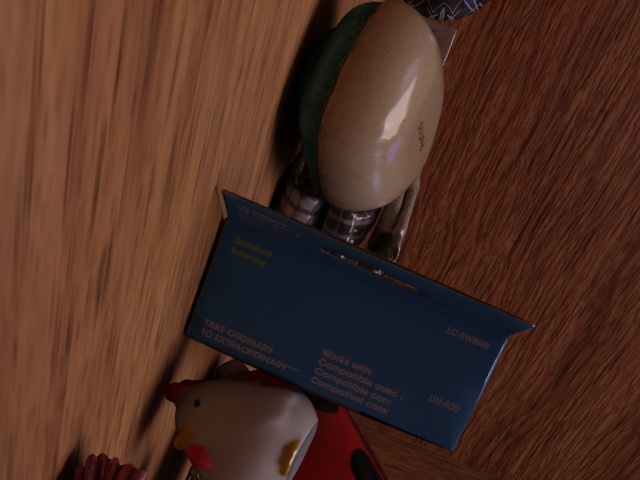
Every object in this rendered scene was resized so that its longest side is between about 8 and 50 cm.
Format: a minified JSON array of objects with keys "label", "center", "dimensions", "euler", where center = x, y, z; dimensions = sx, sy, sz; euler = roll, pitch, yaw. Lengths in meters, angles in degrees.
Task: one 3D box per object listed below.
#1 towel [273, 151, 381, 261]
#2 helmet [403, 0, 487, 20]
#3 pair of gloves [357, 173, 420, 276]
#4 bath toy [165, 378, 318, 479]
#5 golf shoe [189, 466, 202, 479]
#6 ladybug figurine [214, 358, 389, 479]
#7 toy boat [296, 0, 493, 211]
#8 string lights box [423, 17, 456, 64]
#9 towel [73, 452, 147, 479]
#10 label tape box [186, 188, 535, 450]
[{"label":"towel","center":[0.000,0.000,0.980],"dimensions":[0.283,0.121,0.235],"euler":[-64,175,-64]},{"label":"helmet","center":[0.172,-0.381,1.017],"dimensions":[0.169,0.169,0.161],"euler":[-55,150,-80]},{"label":"pair of gloves","center":[0.077,0.012,0.952],"dimensions":[0.240,0.042,0.204],"euler":[112,3,-47]},{"label":"bath toy","center":[-0.116,0.261,0.653],"dimensions":[0.151,0.129,0.348],"euler":[-39,152,-65]},{"label":"golf shoe","center":[-0.178,0.416,1.079],"dimensions":[0.069,0.086,0.176],"euler":[109,4,-72]},{"label":"ladybug figurine","center":[0.013,0.329,0.872],"dimensions":[0.162,0.449,0.305],"euler":[-30,174,-1]},{"label":"toy boat","center":[0.066,-0.186,0.766],"dimensions":[0.318,0.148,0.267],"euler":[-63,166,-12]},{"label":"string lights box","center":[0.163,-0.350,1.368],"dimensions":[0.259,0.133,0.076],"euler":[-45,156,-83]},{"label":"towel","center":[-0.191,0.300,0.415],"dimensions":[0.237,0.037,0.329],"euler":[111,3,-54]},{"label":"label tape box","center":[0.014,0.087,0.662],"dimensions":[0.333,0.241,0.106],"euler":[94,19,-79]}]
